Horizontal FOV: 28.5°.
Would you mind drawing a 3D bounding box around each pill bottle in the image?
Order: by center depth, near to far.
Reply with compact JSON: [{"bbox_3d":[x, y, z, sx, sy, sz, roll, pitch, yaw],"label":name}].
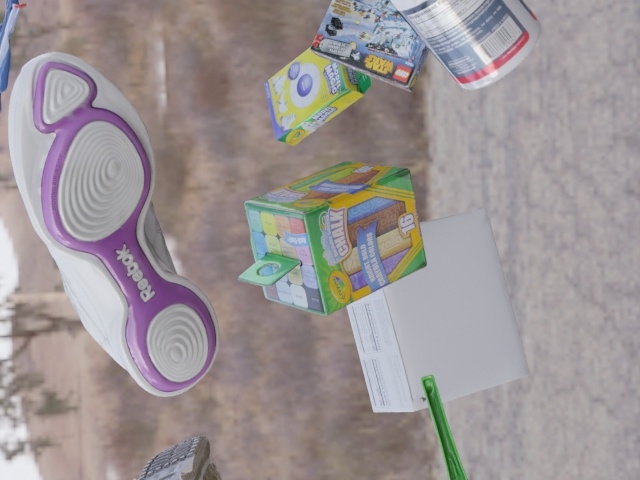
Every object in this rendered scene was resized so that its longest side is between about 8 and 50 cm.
[{"bbox_3d":[0.134,-0.253,1.294,0.180,0.108,0.108,47,-165,-22],"label":"pill bottle"}]

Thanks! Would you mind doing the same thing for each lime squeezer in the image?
[{"bbox_3d":[0.149,0.267,1.178,0.310,0.059,0.109,-103,12,-53],"label":"lime squeezer"}]

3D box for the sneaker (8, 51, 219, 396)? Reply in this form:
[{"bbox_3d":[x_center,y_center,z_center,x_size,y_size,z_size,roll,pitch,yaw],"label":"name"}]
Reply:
[{"bbox_3d":[-0.192,-0.010,1.035,0.152,0.114,0.305,22,136,51],"label":"sneaker"}]

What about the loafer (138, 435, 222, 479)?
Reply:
[{"bbox_3d":[-0.137,0.276,1.190,0.092,0.102,0.268,59,-162,-11],"label":"loafer"}]

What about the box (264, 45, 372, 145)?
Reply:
[{"bbox_3d":[-0.003,-0.225,1.827,0.179,0.043,0.105,-32,59,36],"label":"box"}]

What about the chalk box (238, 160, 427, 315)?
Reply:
[{"bbox_3d":[0.000,0.000,1.511,0.132,0.213,0.132,13,119,51],"label":"chalk box"}]

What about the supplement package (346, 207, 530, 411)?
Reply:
[{"bbox_3d":[0.164,0.105,1.885,0.145,0.204,0.261,-18,86,67],"label":"supplement package"}]

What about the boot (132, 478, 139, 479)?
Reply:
[{"bbox_3d":[-0.282,0.368,1.646,0.077,0.165,0.213,59,154,12],"label":"boot"}]

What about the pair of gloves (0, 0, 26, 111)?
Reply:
[{"bbox_3d":[-0.435,-0.258,1.737,0.198,0.023,0.159,-140,66,-68],"label":"pair of gloves"}]

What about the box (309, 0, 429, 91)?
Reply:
[{"bbox_3d":[0.067,-0.248,1.534,0.094,0.137,0.027,-65,-19,-1],"label":"box"}]
